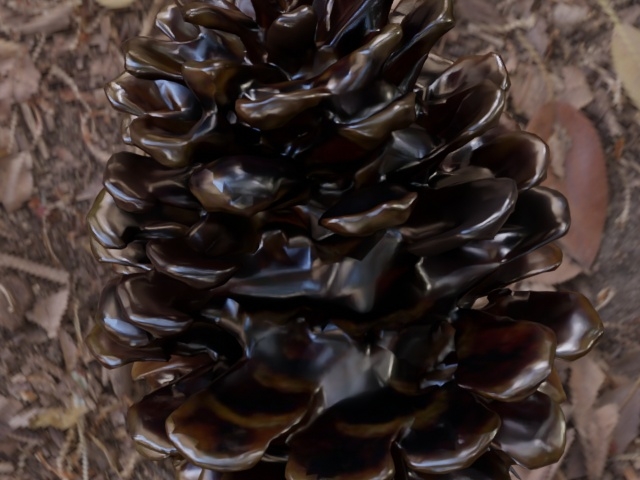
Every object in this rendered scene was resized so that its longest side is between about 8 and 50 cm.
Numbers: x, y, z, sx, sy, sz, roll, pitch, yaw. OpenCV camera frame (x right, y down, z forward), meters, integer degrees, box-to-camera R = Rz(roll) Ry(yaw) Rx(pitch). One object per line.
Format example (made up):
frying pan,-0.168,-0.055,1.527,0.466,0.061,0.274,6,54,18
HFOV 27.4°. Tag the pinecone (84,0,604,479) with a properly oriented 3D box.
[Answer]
pinecone,0.003,0.000,0.607,0.246,0.292,0.246,-8,36,6

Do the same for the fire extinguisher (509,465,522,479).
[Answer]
fire extinguisher,0.120,0.248,1.368,0.173,0.049,0.035,-16,42,18
